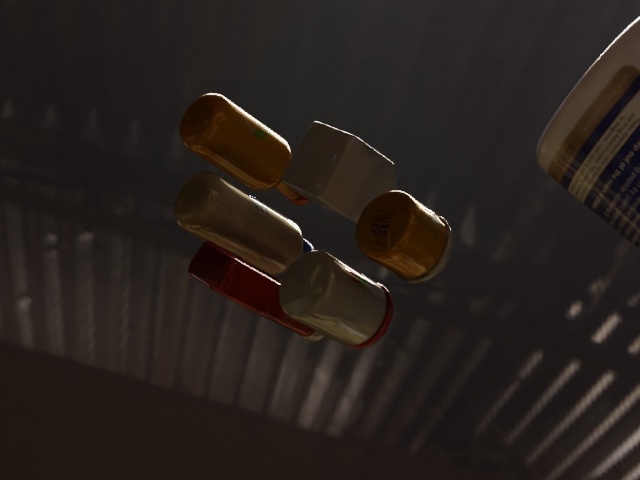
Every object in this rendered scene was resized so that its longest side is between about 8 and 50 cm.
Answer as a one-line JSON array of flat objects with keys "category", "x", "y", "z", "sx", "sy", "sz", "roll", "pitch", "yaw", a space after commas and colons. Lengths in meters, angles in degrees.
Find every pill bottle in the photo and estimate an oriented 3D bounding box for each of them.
[{"category": "pill bottle", "x": 0.302, "y": -0.035, "z": 1.053, "sx": 0.264, "sy": 0.153, "sz": 0.153, "roll": 41, "pitch": -21, "yaw": 12}]

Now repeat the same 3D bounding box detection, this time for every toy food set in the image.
[{"category": "toy food set", "x": 0.000, "y": 0.000, "z": 0.839, "sx": 0.104, "sy": 0.111, "sz": 0.232, "roll": 31, "pitch": -4, "yaw": -41}]
